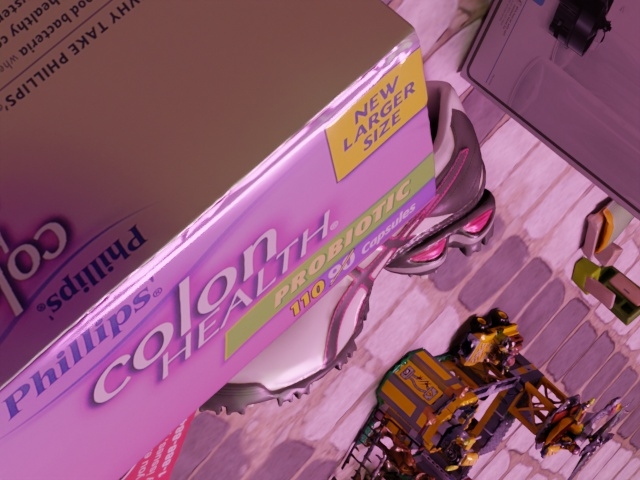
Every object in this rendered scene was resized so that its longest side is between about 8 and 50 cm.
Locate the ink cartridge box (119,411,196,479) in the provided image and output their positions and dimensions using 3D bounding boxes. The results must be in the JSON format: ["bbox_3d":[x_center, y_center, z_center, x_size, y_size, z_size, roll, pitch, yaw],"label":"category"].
[{"bbox_3d":[-0.263,0.145,0.786,0.384,0.160,0.279,-19,142,-47],"label":"ink cartridge box"}]

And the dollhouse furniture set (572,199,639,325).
[{"bbox_3d":[0.284,0.016,1.600,0.076,0.058,0.152,-37,153,-22],"label":"dollhouse furniture set"}]

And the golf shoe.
[{"bbox_3d":[0.000,0.000,1.103,0.273,0.105,0.120,-40,139,-30],"label":"golf shoe"}]

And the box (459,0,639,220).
[{"bbox_3d":[0.246,-0.097,1.100,0.087,0.290,0.169,-18,143,-47],"label":"box"}]

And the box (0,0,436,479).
[{"bbox_3d":[-0.117,-0.048,0.644,0.213,0.243,0.117,-42,154,-15],"label":"box"}]

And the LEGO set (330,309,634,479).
[{"bbox_3d":[0.129,0.249,1.531,0.255,0.192,0.331,-1,128,-58],"label":"LEGO set"}]
